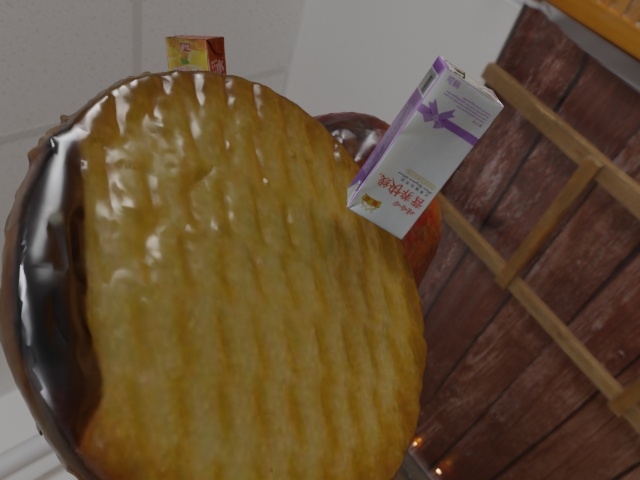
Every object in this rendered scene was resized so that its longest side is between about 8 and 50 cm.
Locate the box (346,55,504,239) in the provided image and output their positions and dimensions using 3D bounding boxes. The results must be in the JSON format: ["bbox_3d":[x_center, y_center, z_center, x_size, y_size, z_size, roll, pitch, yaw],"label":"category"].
[{"bbox_3d":[0.068,-0.061,0.400,0.117,0.050,0.036,-57,12,25],"label":"box"}]

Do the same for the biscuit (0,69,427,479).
[{"bbox_3d":[-0.040,0.032,0.390,0.318,0.318,0.040,-14,-8,-46],"label":"biscuit"}]

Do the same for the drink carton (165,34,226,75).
[{"bbox_3d":[-0.238,-0.286,1.155,0.071,0.096,0.223,-45,-41,-58],"label":"drink carton"}]

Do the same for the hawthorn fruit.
[{"bbox_3d":[0.000,0.000,0.695,0.254,0.254,0.300,-34,-8,-19],"label":"hawthorn fruit"}]
